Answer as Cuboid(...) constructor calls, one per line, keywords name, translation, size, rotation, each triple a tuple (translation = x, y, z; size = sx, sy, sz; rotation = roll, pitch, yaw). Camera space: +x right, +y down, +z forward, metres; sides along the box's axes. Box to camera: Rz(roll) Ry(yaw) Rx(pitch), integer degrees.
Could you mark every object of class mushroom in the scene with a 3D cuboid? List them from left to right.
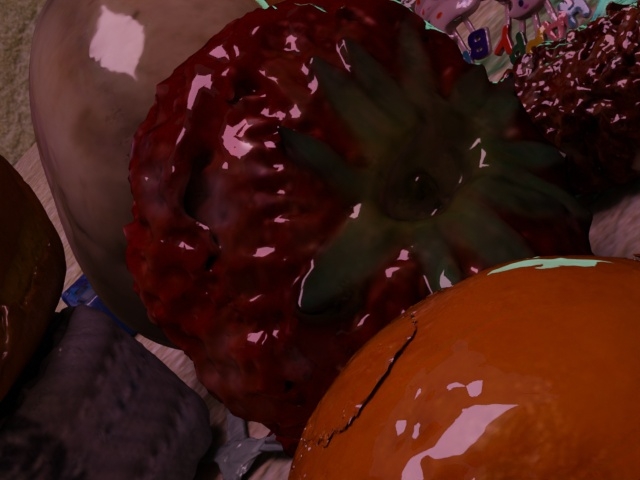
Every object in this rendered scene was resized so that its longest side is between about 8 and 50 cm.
Cuboid(name="mushroom", translation=(-0.093, -0.074, 1.448), size=(0.353, 0.353, 0.325), rotation=(-37, 2, 20))

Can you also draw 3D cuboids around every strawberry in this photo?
Cuboid(name="strawberry", translation=(-0.001, 0.003, 1.103), size=(0.310, 0.292, 0.291), rotation=(-43, 12, 44))

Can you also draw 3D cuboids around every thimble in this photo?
Cuboid(name="thimble", translation=(-0.208, 0.169, 1.347), size=(0.217, 0.157, 0.245), rotation=(-46, 14, 5))

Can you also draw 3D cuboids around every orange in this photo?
Cuboid(name="orange", translation=(0.101, 0.120, 0.648), size=(0.240, 0.240, 0.240), rotation=(-39, 17, 15))

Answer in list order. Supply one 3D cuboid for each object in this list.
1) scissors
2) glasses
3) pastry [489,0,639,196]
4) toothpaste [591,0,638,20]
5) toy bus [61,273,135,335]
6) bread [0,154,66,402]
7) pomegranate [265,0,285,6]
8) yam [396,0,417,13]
Cuboid(name="scissors", translation=(-0.066, 0.163, 1.310), size=(0.144, 0.017, 0.248), rotation=(-46, 15, -7))
Cuboid(name="glasses", translation=(0.172, -0.212, 1.597), size=(0.255, 0.095, 0.162), rotation=(-18, 58, 52))
Cuboid(name="pastry", translation=(0.185, -0.088, 1.194), size=(0.208, 0.097, 0.115), rotation=(-27, 27, 38))
Cuboid(name="toothpaste", translation=(0.275, -0.216, 1.380), size=(0.065, 0.050, 0.266), rotation=(-31, 21, 39))
Cuboid(name="toy bus", translation=(-0.165, 0.006, 1.800), size=(0.236, 0.079, 0.094), rotation=(-45, 19, -4))
Cuboid(name="bread", translation=(-0.290, 0.038, 1.288), size=(0.156, 0.204, 0.288), rotation=(-22, 23, 15))
Cuboid(name="pomegranate", translation=(-0.044, -0.214, 1.893), size=(0.191, 0.191, 0.191), rotation=(-39, 17, 15))
Cuboid(name="yam", translation=(0.182, -0.312, 1.806), size=(0.253, 0.061, 0.061), rotation=(-42, 17, 8))
